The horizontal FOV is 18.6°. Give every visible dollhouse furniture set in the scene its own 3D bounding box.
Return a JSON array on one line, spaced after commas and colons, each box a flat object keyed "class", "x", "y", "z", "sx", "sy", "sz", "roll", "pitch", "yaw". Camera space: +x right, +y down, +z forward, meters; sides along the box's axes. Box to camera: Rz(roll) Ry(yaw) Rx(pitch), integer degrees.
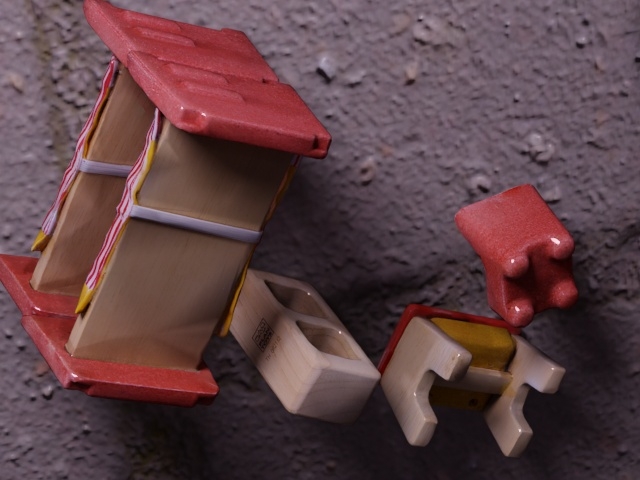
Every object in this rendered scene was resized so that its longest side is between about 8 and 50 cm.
[{"class": "dollhouse furniture set", "x": 0.000, "y": 0.000, "z": 1.269, "sx": 0.374, "sy": 0.152, "sz": 0.201, "roll": 11, "pitch": 115, "yaw": -34}]
